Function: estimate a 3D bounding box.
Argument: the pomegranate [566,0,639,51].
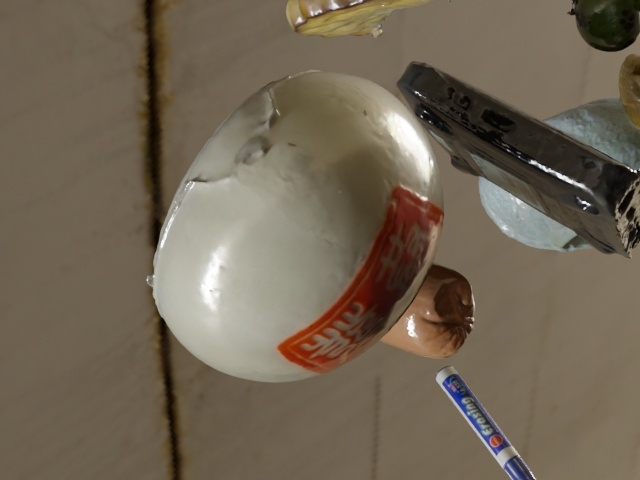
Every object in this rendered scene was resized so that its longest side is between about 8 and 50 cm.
[{"bbox_3d":[0.439,-0.338,2.086,0.122,0.161,0.122,37,-132,-55],"label":"pomegranate"}]

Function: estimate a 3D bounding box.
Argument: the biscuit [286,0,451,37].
[{"bbox_3d":[0.032,-0.219,1.259,0.118,0.183,0.061,-6,-92,-29],"label":"biscuit"}]

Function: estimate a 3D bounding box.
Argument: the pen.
[{"bbox_3d":[0.180,0.205,1.509,0.025,0.204,0.025,-18,-46,-19],"label":"pen"}]

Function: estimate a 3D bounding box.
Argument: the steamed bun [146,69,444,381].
[{"bbox_3d":[0.000,0.000,1.612,0.374,0.241,0.374,-51,-20,-26],"label":"steamed bun"}]

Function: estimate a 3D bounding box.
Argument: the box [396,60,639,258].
[{"bbox_3d":[0.282,-0.107,1.950,0.091,0.350,0.359,-59,-22,-2],"label":"box"}]

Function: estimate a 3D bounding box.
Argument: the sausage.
[{"bbox_3d":[0.077,0.069,1.904,0.121,0.304,0.121,-13,-69,-39],"label":"sausage"}]

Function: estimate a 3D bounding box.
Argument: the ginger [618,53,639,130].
[{"bbox_3d":[0.603,-0.104,2.137,0.348,0.363,0.122,36,-82,-31],"label":"ginger"}]

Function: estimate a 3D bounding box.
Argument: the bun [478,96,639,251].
[{"bbox_3d":[0.451,-0.101,2.518,0.362,0.211,0.362,-21,-12,-5],"label":"bun"}]
